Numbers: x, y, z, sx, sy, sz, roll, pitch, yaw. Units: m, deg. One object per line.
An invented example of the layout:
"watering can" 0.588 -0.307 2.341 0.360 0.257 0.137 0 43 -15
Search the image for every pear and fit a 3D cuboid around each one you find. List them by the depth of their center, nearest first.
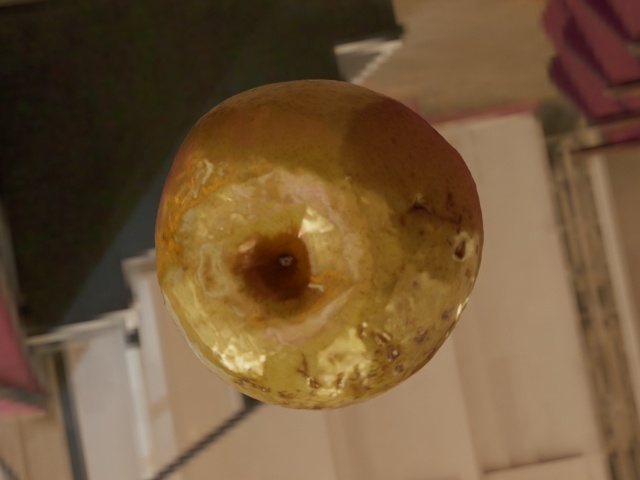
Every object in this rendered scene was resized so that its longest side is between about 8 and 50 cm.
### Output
"pear" 0.000 0.000 0.914 0.178 0.178 0.178 -10 173 -1
